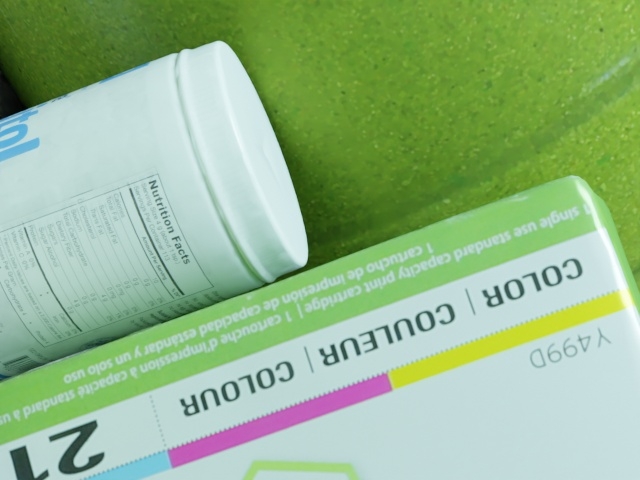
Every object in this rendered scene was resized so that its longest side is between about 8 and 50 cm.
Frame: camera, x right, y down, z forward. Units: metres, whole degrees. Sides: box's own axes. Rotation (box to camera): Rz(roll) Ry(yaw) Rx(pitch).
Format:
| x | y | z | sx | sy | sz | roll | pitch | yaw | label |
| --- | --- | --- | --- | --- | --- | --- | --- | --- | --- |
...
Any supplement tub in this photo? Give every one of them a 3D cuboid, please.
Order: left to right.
| x | y | z | sx | sy | sz | roll | pitch | yaw | label |
| --- | --- | --- | --- | --- | --- | --- | --- | --- | --- |
| -0.065 | -0.006 | 0.414 | 0.071 | 0.107 | 0.071 | -21 | 90 | -83 | supplement tub |

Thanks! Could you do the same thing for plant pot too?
| x | y | z | sx | sy | sz | roll | pitch | yaw | label |
| --- | --- | --- | --- | --- | --- | --- | --- | --- | --- |
| -0.017 | -0.194 | 0.513 | 0.353 | 0.366 | 0.366 | 51 | 17 | -35 | plant pot |

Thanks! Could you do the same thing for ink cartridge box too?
| x | y | z | sx | sy | sz | roll | pitch | yaw | label |
| --- | --- | --- | --- | --- | --- | --- | --- | --- | --- |
| 0.030 | 0.138 | 0.389 | 0.097 | 0.189 | 0.255 | 37 | 33 | -74 | ink cartridge box |
